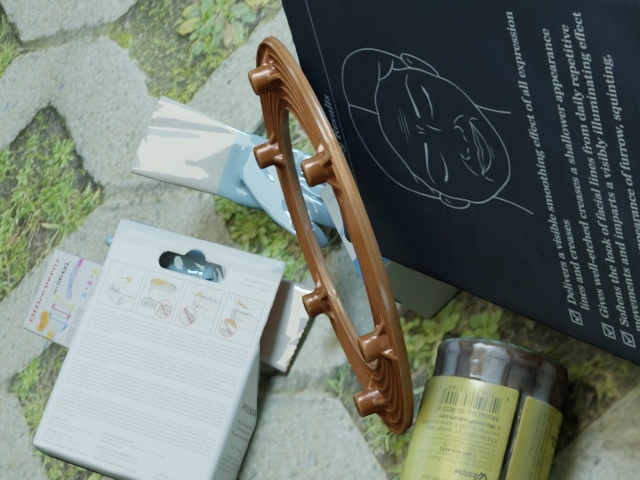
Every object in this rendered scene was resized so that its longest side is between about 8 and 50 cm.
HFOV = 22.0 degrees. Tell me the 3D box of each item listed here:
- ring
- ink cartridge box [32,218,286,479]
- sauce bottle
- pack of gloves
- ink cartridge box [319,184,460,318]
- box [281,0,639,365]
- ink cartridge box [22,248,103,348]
[{"bbox_3d":[0.000,0.000,1.326,0.032,0.336,0.336,-20,45,-8],"label":"ring"},{"bbox_3d":[-0.141,0.115,1.532,0.189,0.066,0.232,15,73,23],"label":"ink cartridge box"},{"bbox_3d":[0.095,0.246,1.224,0.111,0.111,0.344,3,69,47],"label":"sauce bottle"},{"bbox_3d":[-0.086,-0.007,1.563,0.232,0.046,0.195,23,92,22],"label":"pack of gloves"},{"bbox_3d":[0.062,-0.003,1.413,0.052,0.088,0.122,-46,43,18],"label":"ink cartridge box"},{"bbox_3d":[0.177,-0.116,1.157,0.212,0.293,0.395,-33,33,-26],"label":"box"},{"bbox_3d":[-0.226,0.074,1.667,0.143,0.090,0.092,16,81,48],"label":"ink cartridge box"}]
